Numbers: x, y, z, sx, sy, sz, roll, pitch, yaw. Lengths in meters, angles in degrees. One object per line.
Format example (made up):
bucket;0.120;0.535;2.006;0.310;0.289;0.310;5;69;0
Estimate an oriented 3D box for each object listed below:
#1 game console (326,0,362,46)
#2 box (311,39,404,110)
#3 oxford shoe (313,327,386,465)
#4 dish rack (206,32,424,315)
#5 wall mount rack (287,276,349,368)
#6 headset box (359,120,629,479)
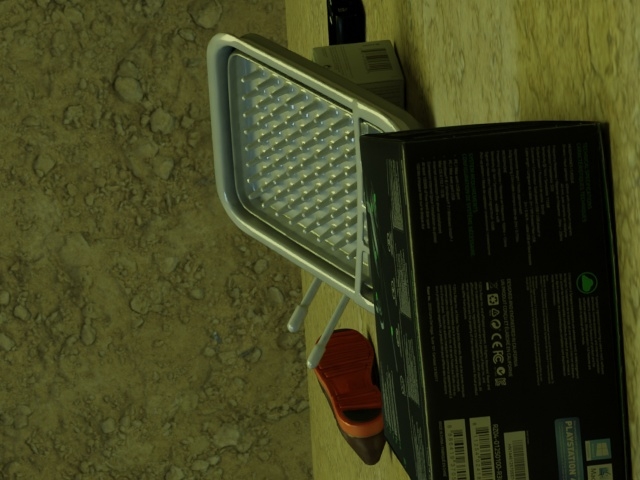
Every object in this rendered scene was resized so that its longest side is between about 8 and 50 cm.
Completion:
game console;0.050;-0.194;2.176;0.361;0.044;0.213;-100;5;-52
box;0.044;-0.176;1.879;0.101;0.102;0.087;-103;8;-53
oxford shoe;0.044;0.234;2.398;0.271;0.097;0.098;-102;3;-57
dish rack;0.006;-0.085;1.812;0.333;0.072;0.285;31;139;34
wall mount rack;0.000;0.000;2.219;0.350;0.130;0.304;67;-170;-70
headset box;0.111;0.041;1.116;0.283;0.131;0.246;-144;49;-84
